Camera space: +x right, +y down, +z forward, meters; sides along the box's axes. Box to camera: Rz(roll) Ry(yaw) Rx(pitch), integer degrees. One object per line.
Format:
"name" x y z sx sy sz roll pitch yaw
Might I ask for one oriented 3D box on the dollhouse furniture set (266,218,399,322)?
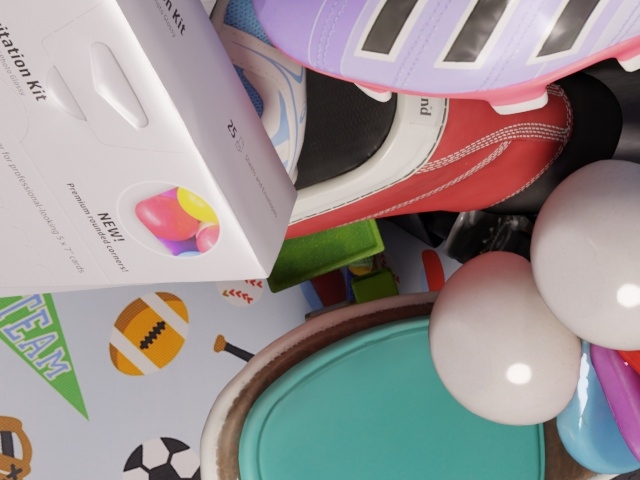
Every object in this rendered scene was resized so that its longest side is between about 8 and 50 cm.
"dollhouse furniture set" 0.000 0.000 0.861 0.058 0.076 0.152 -18 -177 1

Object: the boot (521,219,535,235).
"boot" 0.239 0.024 1.192 0.248 0.090 0.207 -13 166 39

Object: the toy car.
"toy car" 0.150 0.037 0.707 0.159 0.136 0.182 -19 164 -37

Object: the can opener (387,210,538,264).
"can opener" 0.101 -0.020 0.985 0.095 0.076 0.283 29 -177 17

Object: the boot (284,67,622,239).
"boot" 0.002 -0.029 0.747 0.244 0.088 0.176 -13 169 41

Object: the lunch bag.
"lunch bag" -0.060 0.126 1.007 0.385 0.328 0.239 3 169 -26

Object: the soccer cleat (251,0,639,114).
"soccer cleat" 0.088 -0.088 0.392 0.248 0.083 0.095 0 145 27

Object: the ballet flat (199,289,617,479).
"ballet flat" 0.085 0.078 0.872 0.400 0.139 0.139 -13 -179 -36

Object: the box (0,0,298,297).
"box" -0.119 -0.043 0.456 0.186 0.038 0.145 -5 133 26

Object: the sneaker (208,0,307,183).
"sneaker" -0.117 -0.063 0.533 0.237 0.086 0.085 8 -156 14
